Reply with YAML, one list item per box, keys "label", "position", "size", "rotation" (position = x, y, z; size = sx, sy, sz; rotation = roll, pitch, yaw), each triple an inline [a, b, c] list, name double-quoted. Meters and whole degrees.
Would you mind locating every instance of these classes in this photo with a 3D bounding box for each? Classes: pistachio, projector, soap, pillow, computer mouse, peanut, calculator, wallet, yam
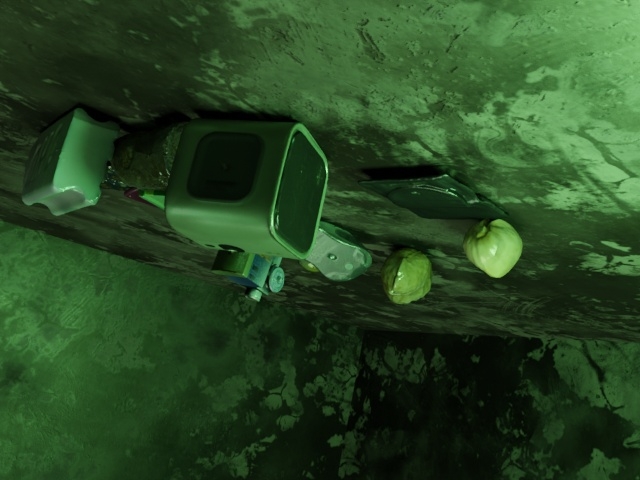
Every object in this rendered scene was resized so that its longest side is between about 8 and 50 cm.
- label: "pistachio"
  position: [0.430, 0.020, 1.710]
  size: [0.117, 0.145, 0.200]
  rotation: [2, 175, 34]
- label: "projector"
  position: [-0.146, -0.109, 1.444]
  size: [0.249, 0.249, 0.248]
  rotation: [6, 165, 22]
- label: "soap"
  position: [-0.614, -0.180, 1.641]
  size: [0.115, 0.208, 0.346]
  rotation: [23, 163, -33]
- label: "pillow"
  position: [-0.623, -0.188, 2.003]
  size: [0.188, 0.034, 0.255]
  rotation: [12, 168, 6]
- label: "computer mouse"
  position: [0.000, 0.000, 2.092]
  size: [0.379, 0.090, 0.167]
  rotation: [33, 123, -28]
- label: "peanut"
  position: [0.274, 0.109, 2.184]
  size: [0.174, 0.158, 0.340]
  rotation: [-28, 160, -2]
- label: "calculator"
  position: [-0.482, -0.127, 2.048]
  size: [0.190, 0.034, 0.126]
  rotation: [14, 161, -42]
- label: "wallet"
  position: [0.269, -0.096, 1.602]
  size: [0.247, 0.041, 0.322]
  rotation: [2, 169, 39]
- label: "yam"
  position: [-0.362, -0.185, 1.553]
  size: [0.254, 0.154, 0.154]
  rotation: [-4, 160, 41]

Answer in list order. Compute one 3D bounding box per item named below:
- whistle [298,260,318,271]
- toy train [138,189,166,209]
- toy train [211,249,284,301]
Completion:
- label: "whistle"
  position: [-0.024, 0.047, 2.280]
  size: [0.122, 0.123, 0.223]
  rotation: [16, 173, -16]
- label: "toy train"
  position: [-0.337, -0.118, 1.850]
  size: [0.202, 0.120, 0.301]
  rotation: [7, 165, 29]
- label: "toy train"
  position: [-0.157, 0.001, 1.826]
  size: [0.131, 0.300, 0.202]
  rotation: [6, 158, 31]
